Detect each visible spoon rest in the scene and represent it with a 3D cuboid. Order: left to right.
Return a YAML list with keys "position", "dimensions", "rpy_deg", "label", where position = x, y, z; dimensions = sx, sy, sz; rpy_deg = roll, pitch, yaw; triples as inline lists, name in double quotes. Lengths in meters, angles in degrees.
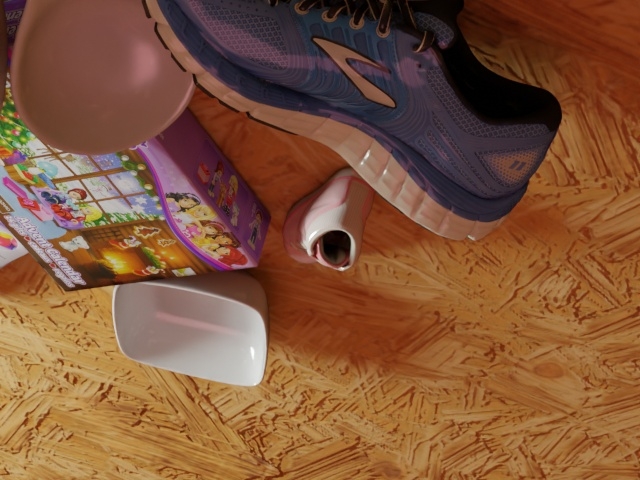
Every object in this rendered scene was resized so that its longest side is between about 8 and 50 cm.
- position: [-0.171, -0.169, 1.359]
  dimensions: [0.137, 0.084, 0.276]
  rpy_deg: [-23, 128, -4]
  label: "spoon rest"

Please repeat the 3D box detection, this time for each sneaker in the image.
- position: [0.000, 0.000, 1.597]
  dimensions: [0.051, 0.070, 0.134]
  rpy_deg: [23, 146, -14]
  label: "sneaker"
- position: [0.025, -0.142, 1.365]
  dimensions: [0.330, 0.130, 0.147]
  rpy_deg: [30, 123, -15]
  label: "sneaker"

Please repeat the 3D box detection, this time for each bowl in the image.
- position: [-0.110, 0.063, 1.744]
  dimensions: [0.142, 0.053, 0.142]
  rpy_deg: [12, 146, 5]
  label: "bowl"

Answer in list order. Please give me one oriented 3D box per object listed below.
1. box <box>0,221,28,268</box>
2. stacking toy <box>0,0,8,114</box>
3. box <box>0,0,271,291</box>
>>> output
- position: [-0.352, -0.012, 1.746]
  dimensions: [0.145, 0.038, 0.186]
  rpy_deg: [34, 143, -25]
  label: "box"
- position: [-0.496, -0.159, 1.429]
  dimensions: [0.480, 0.350, 0.351]
  rpy_deg: [23, 153, 33]
  label: "stacking toy"
- position: [-0.196, -0.073, 1.580]
  dimensions: [0.201, 0.057, 0.293]
  rpy_deg: [-8, 139, 29]
  label: "box"
